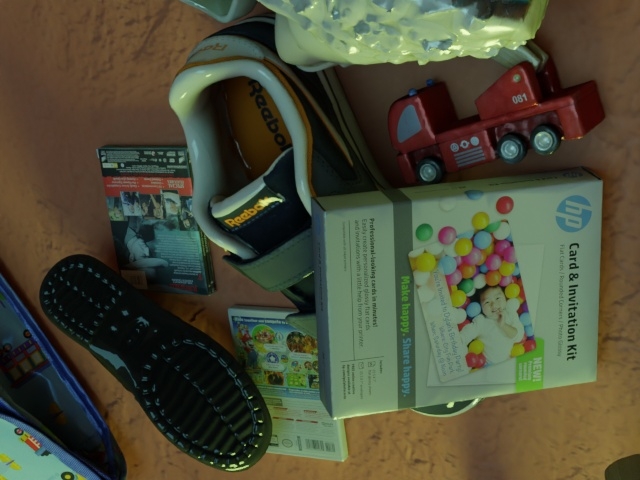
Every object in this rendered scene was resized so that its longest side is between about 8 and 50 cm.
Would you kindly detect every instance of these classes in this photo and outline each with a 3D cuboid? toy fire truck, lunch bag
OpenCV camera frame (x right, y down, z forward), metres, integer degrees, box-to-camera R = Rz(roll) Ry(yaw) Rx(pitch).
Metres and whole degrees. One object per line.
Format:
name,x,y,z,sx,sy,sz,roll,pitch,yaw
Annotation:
toy fire truck,0.118,-0.120,0.925,0.192,0.047,0.135,-14,100,34
lunch bag,-0.309,0.162,1.246,0.221,0.138,0.293,-36,101,33

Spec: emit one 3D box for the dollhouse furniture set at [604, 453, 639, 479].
dollhouse furniture set,0.226,0.248,0.976,0.242,0.161,0.212,-16,101,11

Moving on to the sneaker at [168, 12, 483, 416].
sneaker,0.000,0.000,0.992,0.126,0.127,0.321,-32,92,33

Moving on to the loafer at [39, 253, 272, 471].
loafer,-0.122,0.093,1.131,0.220,0.078,0.080,44,87,8

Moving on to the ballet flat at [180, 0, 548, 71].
ballet flat,-0.025,-0.190,0.923,0.409,0.147,0.147,34,122,29

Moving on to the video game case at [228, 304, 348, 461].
video game case,-0.025,0.110,1.115,0.087,0.011,0.122,2,109,30

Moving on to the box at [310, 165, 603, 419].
box,0.090,0.034,0.937,0.186,0.038,0.145,-7,110,-13

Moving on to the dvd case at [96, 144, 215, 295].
dvd case,-0.128,-0.016,1.125,0.087,0.013,0.119,2,108,29
